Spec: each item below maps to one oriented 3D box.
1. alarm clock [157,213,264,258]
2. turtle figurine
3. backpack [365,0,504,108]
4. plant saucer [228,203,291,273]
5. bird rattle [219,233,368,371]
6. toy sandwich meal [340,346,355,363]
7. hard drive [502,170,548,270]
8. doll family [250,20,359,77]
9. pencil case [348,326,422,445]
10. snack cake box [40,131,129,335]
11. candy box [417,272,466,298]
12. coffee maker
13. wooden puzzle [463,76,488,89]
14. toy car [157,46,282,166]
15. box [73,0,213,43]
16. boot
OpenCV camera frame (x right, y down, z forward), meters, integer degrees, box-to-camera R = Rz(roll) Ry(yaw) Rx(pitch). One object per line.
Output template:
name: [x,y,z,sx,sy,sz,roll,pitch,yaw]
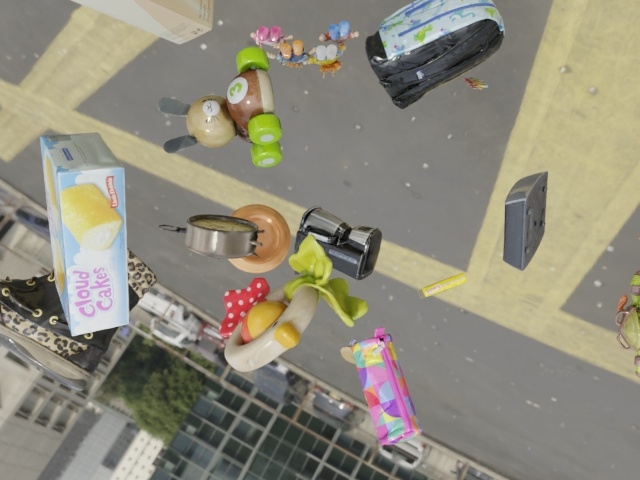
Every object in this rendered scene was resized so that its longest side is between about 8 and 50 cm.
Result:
alarm clock: [-0.199,-0.009,1.120,0.192,0.064,0.129,10,-167,-5]
turtle figurine: [0.528,0.131,1.001,0.087,0.269,0.217,1,-174,12]
backpack: [0.335,-0.568,1.751,0.356,0.273,0.290,-13,157,25]
plant saucer: [-0.181,-0.008,1.742,0.200,0.199,0.037,32,168,-4]
bird rattle: [-0.075,0.107,0.914,0.254,0.207,0.143,-22,111,30]
toy sandwich meal: [0.097,0.326,1.771,0.086,0.029,0.085,18,142,15]
hard drive: [0.444,-0.050,1.330,0.054,0.255,0.171,7,111,28]
doll family: [-0.037,-0.456,1.498,0.263,0.118,0.163,-1,-169,1]
pencil case: [0.138,0.313,1.316,0.105,0.236,0.104,-15,160,-6]
snack cake box: [-0.352,-0.012,0.924,0.152,0.089,0.264,41,133,47]
candy box: [0.299,0.115,1.534,0.206,0.105,0.027,47,-160,-81]
coffee maker: [0.041,0.023,1.433,0.178,0.120,0.171,23,134,23]
wooden puzzle: [0.406,-0.413,1.614,0.050,0.083,0.006,-2,125,-15]
toy car: [-0.166,-0.203,0.997,0.189,0.154,0.149,-9,160,-6]
box: [-0.371,-0.523,1.230,0.121,0.147,0.311,-5,172,41]
boot: [-0.540,0.081,1.222,0.377,0.284,0.138,40,153,-8]
